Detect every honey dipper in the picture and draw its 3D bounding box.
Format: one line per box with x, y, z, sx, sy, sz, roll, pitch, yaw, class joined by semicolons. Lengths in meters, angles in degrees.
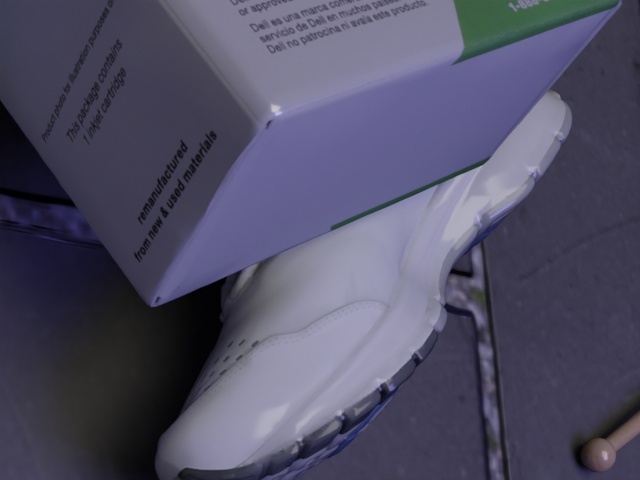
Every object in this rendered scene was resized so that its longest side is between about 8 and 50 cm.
0.193;0.085;0.851;0.161;0.030;0.030;-30;94;-40;honey dipper

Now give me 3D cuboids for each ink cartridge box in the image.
-0.051;-0.140;0.615;0.201;0.117;0.278;-24;70;-41;ink cartridge box

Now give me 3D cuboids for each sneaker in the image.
0.000;0.000;0.689;0.129;0.111;0.297;40;46;-5;sneaker
